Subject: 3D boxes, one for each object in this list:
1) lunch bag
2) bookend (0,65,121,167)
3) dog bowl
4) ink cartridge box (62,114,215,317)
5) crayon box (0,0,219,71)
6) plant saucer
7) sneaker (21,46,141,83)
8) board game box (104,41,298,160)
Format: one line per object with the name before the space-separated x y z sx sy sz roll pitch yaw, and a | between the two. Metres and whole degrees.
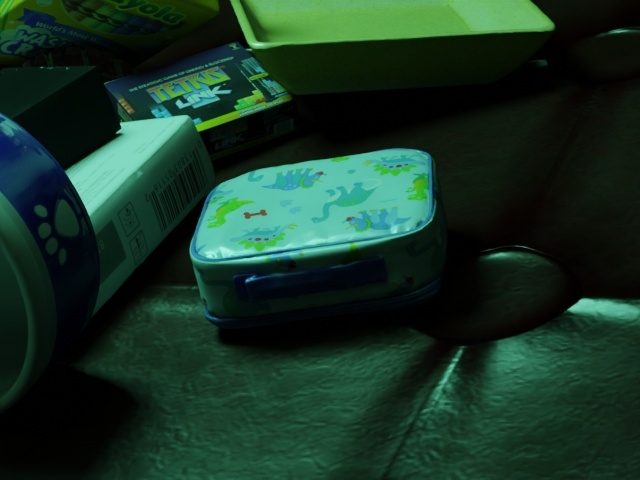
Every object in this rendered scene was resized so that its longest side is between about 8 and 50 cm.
lunch bag | 0.000 0.000 1.292 0.219 0.090 0.176 -9 26 8
bookend | -0.312 -0.109 1.481 0.156 0.072 0.157 5 34 42
dog bowl | -0.317 0.014 1.215 0.265 0.265 0.104 1 29 26
ink cartridge box | -0.339 -0.004 1.477 0.385 0.091 0.308 -6 28 28
crayon box | -0.265 -0.272 1.690 0.323 0.083 0.203 -27 -28 37
plant saucer | 0.063 -0.247 1.699 0.332 0.081 0.333 -5 26 -8
sneaker | -0.334 -0.149 1.711 0.299 0.121 0.112 -1 -17 0
board game box | -0.132 -0.147 1.630 0.170 0.048 0.141 -21 45 -23
